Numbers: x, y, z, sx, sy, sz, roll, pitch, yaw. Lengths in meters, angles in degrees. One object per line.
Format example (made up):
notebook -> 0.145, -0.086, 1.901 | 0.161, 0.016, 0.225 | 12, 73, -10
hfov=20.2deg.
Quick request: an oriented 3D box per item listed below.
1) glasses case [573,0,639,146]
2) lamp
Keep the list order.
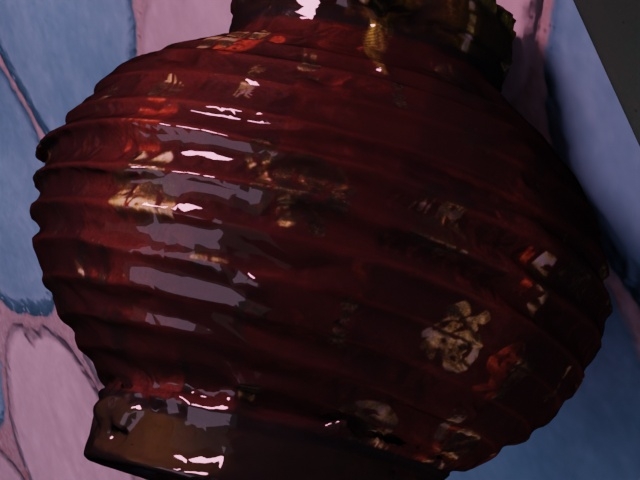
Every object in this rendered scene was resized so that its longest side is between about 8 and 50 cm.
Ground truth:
glasses case -> 0.138, -0.068, 0.629 | 0.078, 0.039, 0.184 | -34, 78, 60
lamp -> 0.000, 0.000, 0.725 | 0.247, 0.247, 0.247 | 37, 137, 44
